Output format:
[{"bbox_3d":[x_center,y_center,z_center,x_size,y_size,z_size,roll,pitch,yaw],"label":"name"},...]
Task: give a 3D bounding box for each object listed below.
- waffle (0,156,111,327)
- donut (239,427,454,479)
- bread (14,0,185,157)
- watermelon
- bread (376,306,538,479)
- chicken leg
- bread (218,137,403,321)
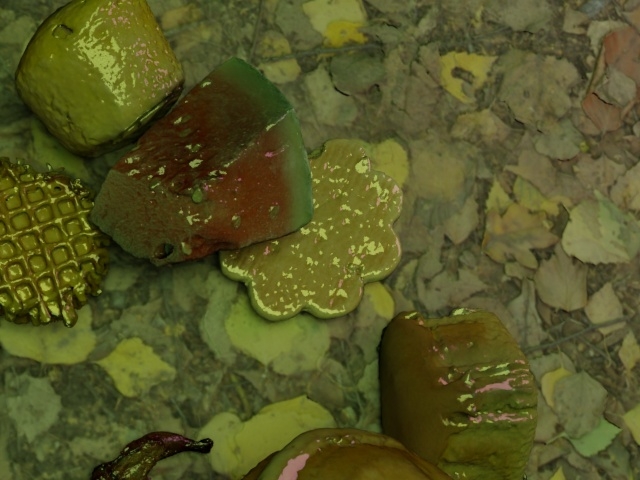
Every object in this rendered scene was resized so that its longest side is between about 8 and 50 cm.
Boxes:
[{"bbox_3d":[-0.335,0.002,1.553,0.193,0.070,0.197,14,70,-12],"label":"waffle"},{"bbox_3d":[0.029,0.405,1.403,0.449,0.198,0.448,16,71,-54],"label":"donut"},{"bbox_3d":[-0.251,-0.199,1.568,0.197,0.197,0.170,-38,94,-21],"label":"bread"},{"bbox_3d":[-0.139,-0.072,1.561,0.257,0.139,0.193,-30,59,-25],"label":"watermelon"},{"bbox_3d":[0.172,0.194,1.610,0.174,0.133,0.251,-1,75,-18],"label":"bread"},{"bbox_3d":[-0.193,0.249,1.545,0.145,0.037,0.062,-28,107,-20],"label":"chicken leg"},{"bbox_3d":[0.000,0.000,1.663,0.182,0.039,0.251,45,69,-1],"label":"bread"}]
